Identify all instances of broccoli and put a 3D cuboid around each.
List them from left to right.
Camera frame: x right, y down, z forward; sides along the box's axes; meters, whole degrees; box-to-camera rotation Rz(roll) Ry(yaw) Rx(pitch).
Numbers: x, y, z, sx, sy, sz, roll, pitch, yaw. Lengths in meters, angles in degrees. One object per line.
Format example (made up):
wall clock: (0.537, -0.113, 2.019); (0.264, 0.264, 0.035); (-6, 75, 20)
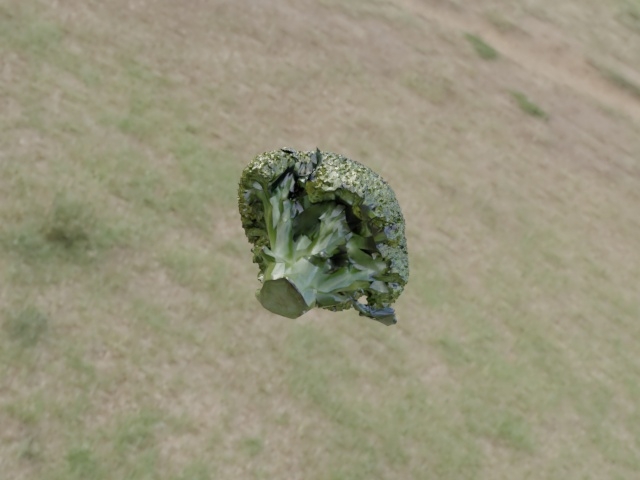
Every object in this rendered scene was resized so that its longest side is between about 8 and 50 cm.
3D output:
broccoli: (0.000, 0.000, 0.800); (0.130, 0.131, 0.120); (25, 46, 11)
